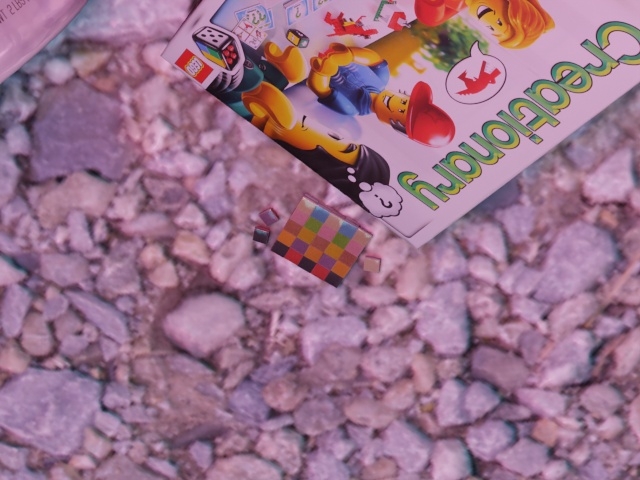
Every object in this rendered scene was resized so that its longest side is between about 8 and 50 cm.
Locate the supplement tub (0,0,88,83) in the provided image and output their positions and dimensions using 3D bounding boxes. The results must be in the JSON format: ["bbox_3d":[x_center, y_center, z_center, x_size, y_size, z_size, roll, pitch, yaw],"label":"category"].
[{"bbox_3d":[-0.279,-0.215,0.972,0.193,0.193,0.316,-23,114,29],"label":"supplement tub"}]

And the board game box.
[{"bbox_3d":[0.057,-0.121,0.955,0.193,0.053,0.305,36,147,-8],"label":"board game box"}]

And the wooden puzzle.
[{"bbox_3d":[0.000,0.000,1.145,0.083,0.006,0.049,30,126,-4],"label":"wooden puzzle"}]
